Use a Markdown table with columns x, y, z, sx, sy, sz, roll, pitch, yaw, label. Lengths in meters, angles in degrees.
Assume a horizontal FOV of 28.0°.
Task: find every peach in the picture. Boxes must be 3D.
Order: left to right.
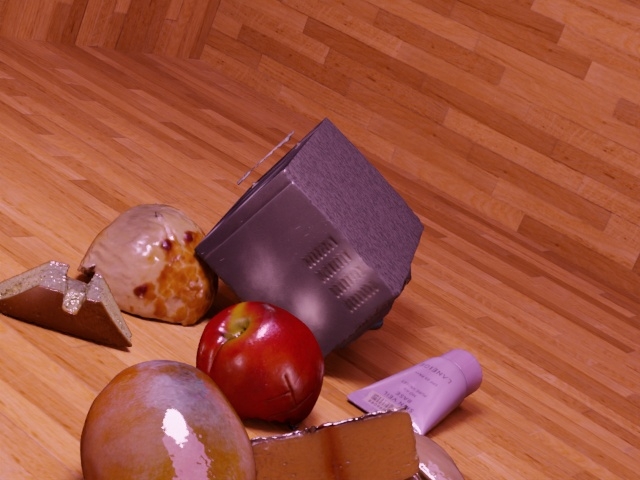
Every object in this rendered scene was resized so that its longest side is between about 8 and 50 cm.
| x | y | z | sx | sy | sz | roll | pitch | yaw | label |
| --- | --- | --- | --- | --- | --- | --- | --- | --- | --- |
| -0.095 | 0.212 | 2.075 | 0.190 | 0.226 | 0.196 | -5 | 43 | 26 | peach |

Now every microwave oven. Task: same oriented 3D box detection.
| x | y | z | sx | sy | sz | roll | pitch | yaw | label |
| --- | --- | --- | --- | --- | --- | --- | --- | --- | --- |
| 0.000 | 0.000 | 2.450 | 0.374 | 0.236 | 0.432 | 48 | 20 | -7 | microwave oven |

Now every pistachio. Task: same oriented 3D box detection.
| x | y | z | sx | sy | sz | roll | pitch | yaw | label |
| --- | --- | --- | --- | --- | --- | --- | --- | --- | --- |
| 0.153 | 0.370 | 1.903 | 0.136 | 0.136 | 0.226 | 7 | 26 | -40 | pistachio |

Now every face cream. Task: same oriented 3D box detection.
| x | y | z | sx | sy | sz | roll | pitch | yaw | label |
| --- | --- | --- | --- | --- | --- | --- | --- | --- | --- |
| 0.183 | 0.277 | 2.314 | 0.154 | 0.096 | 0.274 | 34 | 33 | 26 | face cream |

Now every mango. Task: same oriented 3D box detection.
| x | y | z | sx | sy | sz | roll | pitch | yaw | label |
| --- | --- | --- | --- | --- | --- | --- | --- | --- | --- |
| -0.192 | 0.289 | 1.605 | 0.221 | 0.199 | 0.384 | 24 | 27 | -18 | mango |

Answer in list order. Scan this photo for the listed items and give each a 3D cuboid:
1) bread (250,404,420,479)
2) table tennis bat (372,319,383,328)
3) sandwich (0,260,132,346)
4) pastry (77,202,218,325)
| x | y | z | sx | sy | sz | roll | pitch | yaw | label |
| --- | --- | --- | --- | --- | --- | --- | --- | --- | --- |
| 0.005 | 0.276 | 1.845 | 0.240 | 0.135 | 0.178 | -12 | 24 | -7 | bread |
| 0.071 | 0.131 | 2.708 | 0.124 | 0.033 | 0.201 | 19 | 19 | -14 | table tennis bat |
| -0.412 | 0.098 | 2.098 | 0.244 | 0.088 | 0.090 | 19 | 20 | -9 | sandwich |
| -0.295 | 0.027 | 2.335 | 0.236 | 0.170 | 0.256 | 22 | 21 | 10 | pastry |
